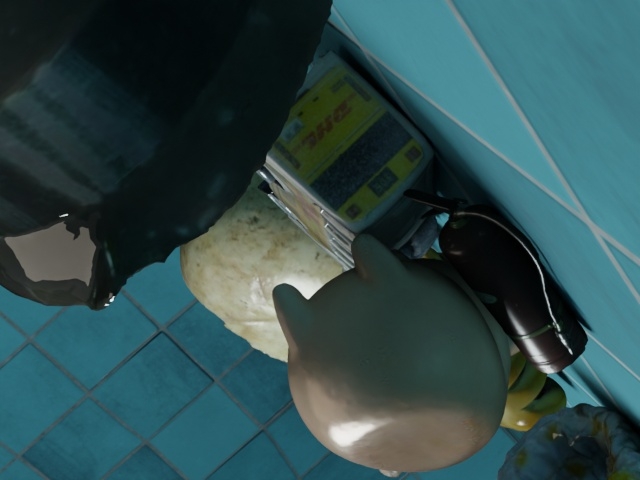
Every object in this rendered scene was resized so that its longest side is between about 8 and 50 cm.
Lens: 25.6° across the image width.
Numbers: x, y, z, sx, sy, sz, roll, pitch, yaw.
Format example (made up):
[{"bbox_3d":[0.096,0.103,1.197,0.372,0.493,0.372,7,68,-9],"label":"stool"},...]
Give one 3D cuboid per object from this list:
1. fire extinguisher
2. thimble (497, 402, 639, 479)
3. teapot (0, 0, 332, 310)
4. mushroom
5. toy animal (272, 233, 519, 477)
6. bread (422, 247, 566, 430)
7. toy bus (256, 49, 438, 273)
[{"bbox_3d":[0.122,0.022,0.905,0.078,0.045,0.157,1,138,50],"label":"fire extinguisher"},{"bbox_3d":[0.226,0.216,1.148,0.118,0.127,0.151,48,180,-18],"label":"thimble"},{"bbox_3d":[-0.180,-0.177,0.588,0.362,0.305,0.376,41,-148,-41],"label":"teapot"},{"bbox_3d":[0.000,0.000,1.436,0.253,0.189,0.195,28,-131,-16],"label":"mushroom"},{"bbox_3d":[0.064,0.086,0.991,0.154,0.166,0.250,65,-167,13],"label":"toy animal"},{"bbox_3d":[0.139,0.087,1.304,0.225,0.081,0.134,51,172,-28],"label":"bread"},{"bbox_3d":[0.023,-0.046,1.076,0.138,0.097,0.342,42,176,11],"label":"toy bus"}]
